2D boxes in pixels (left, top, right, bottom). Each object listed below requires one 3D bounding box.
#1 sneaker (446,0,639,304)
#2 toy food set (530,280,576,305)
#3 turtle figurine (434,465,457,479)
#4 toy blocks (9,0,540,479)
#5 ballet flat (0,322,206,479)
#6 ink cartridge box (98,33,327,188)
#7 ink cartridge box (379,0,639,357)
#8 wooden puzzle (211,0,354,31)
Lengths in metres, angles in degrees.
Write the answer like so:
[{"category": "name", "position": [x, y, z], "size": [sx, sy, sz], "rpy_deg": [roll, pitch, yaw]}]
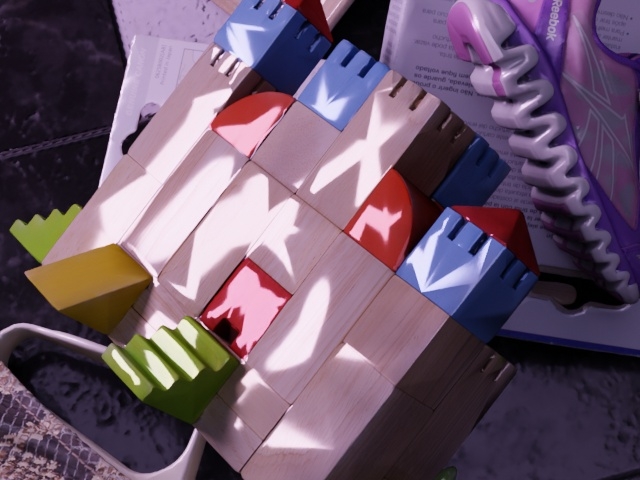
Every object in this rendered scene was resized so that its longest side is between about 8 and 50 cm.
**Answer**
[{"category": "sneaker", "position": [0.179, -0.071, 0.892], "size": [0.104, 0.095, 0.236], "rpy_deg": [-29, 104, -6]}, {"category": "toy food set", "position": [0.147, -0.048, 1.032], "size": [0.132, 0.038, 0.192], "rpy_deg": [5, 73, 1]}, {"category": "turtle figurine", "position": [0.142, 0.257, 0.863], "size": [0.198, 0.275, 0.266], "rpy_deg": [-15, 65, -41]}, {"category": "toy blocks", "position": [0.000, 0.000, 0.854], "size": [0.261, 0.191, 0.381], "rpy_deg": [-52, 50, 1]}, {"category": "ballet flat", "position": [-0.115, 0.182, 0.906], "size": [0.483, 0.164, 0.182], "rpy_deg": [36, 67, 13]}, {"category": "ink cartridge box", "position": [-0.041, -0.050, 1.028], "size": [0.232, 0.066, 0.189], "rpy_deg": [7, 73, 10]}, {"category": "ink cartridge box", "position": [0.199, -0.089, 0.968], "size": [0.324, 0.071, 0.330], "rpy_deg": [10, 104, -9]}, {"category": "wooden puzzle", "position": [-0.034, -0.290, 1.080], "size": [0.238, 0.044, 0.221], "rpy_deg": [40, 96, 13]}]
